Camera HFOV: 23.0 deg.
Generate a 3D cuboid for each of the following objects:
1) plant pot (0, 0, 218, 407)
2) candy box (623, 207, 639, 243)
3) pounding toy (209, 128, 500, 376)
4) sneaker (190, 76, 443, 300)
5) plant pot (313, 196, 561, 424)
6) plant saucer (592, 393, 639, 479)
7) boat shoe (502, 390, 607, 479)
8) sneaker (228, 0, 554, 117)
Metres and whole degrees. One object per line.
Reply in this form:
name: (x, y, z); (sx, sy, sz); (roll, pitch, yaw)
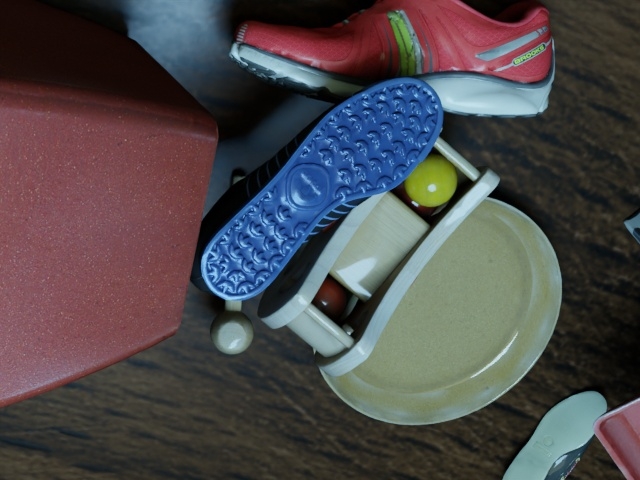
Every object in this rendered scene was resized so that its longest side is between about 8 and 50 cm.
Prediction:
plant pot: (-0.227, -0.040, 1.155); (0.235, 0.267, 0.267); (0, 117, -30)
candy box: (0.403, -0.038, 1.387); (0.233, 0.159, 0.071); (-40, 119, 7)
pounding toy: (0.000, 0.000, 1.269); (0.155, 0.154, 0.269); (40, 99, -12)
sneaker: (-0.012, -0.045, 1.204); (0.232, 0.090, 0.081); (-39, 107, -11)
plant pot: (0.102, 0.059, 1.421); (0.236, 0.032, 0.236); (-7, 119, -13)
plant saucer: (0.410, 0.182, 1.383); (0.259, 0.048, 0.258); (-29, 114, 19)
boat shoe: (0.231, 0.201, 1.528); (0.133, 0.049, 0.042); (-50, 147, 4)
sneaker: (0.059, -0.165, 1.271); (0.279, 0.107, 0.118); (2, 97, -21)
